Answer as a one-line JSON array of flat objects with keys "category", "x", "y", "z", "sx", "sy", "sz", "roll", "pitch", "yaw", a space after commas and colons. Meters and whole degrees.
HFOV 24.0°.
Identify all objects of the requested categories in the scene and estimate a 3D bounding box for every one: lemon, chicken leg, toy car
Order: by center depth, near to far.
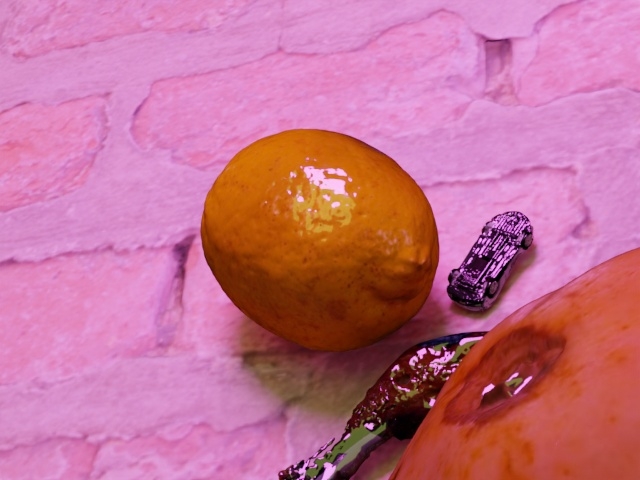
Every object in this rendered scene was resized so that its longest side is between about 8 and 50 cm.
[{"category": "chicken leg", "x": 0.083, "y": 0.125, "z": 1.105, "sx": 0.253, "sy": 0.051, "sz": 0.106, "roll": -23, "pitch": 48, "yaw": 7}, {"category": "lemon", "x": 0.000, "y": 0.000, "z": 1.176, "sx": 0.207, "sy": 0.170, "sz": 0.170, "roll": 30, "pitch": 65, "yaw": 35}, {"category": "toy car", "x": 0.137, "y": 0.016, "z": 1.200, "sx": 0.041, "sy": 0.025, "sz": 0.093, "roll": 22, "pitch": 64, "yaw": 37}]

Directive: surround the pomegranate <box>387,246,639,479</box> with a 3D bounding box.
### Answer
[{"category": "pomegranate", "x": 0.213, "y": 0.204, "z": 0.753, "sx": 0.411, "sy": 0.411, "sz": 0.411, "roll": -13, "pitch": 44, "yaw": 13}]
